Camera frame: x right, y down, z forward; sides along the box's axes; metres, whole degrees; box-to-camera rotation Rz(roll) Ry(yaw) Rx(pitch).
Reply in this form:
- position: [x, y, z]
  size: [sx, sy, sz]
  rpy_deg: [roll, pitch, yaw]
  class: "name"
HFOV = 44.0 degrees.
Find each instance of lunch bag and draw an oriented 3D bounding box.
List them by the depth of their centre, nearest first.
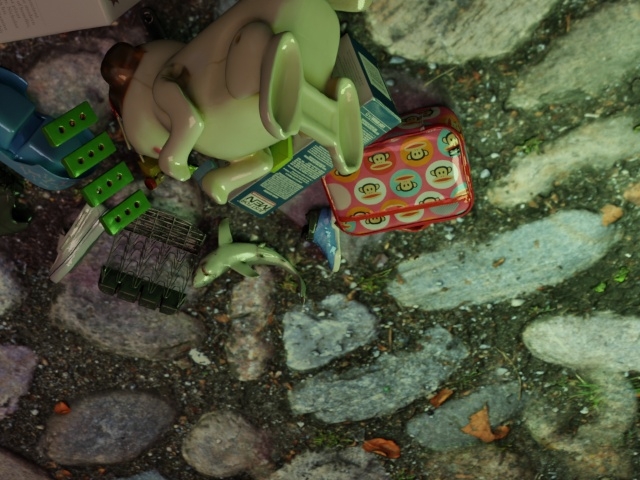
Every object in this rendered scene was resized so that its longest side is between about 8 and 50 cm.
- position: [0.156, -0.121, 1.598]
  size: [0.293, 0.120, 0.258]
  rpy_deg: [-11, 126, 13]
  class: "lunch bag"

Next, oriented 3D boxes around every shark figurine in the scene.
- position: [-0.156, 0.055, 1.764]
  size: [0.278, 0.166, 0.116]
  rpy_deg: [10, 151, -23]
  class: "shark figurine"

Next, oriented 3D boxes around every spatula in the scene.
- position: [-0.273, -0.317, 1.544]
  size: [0.084, 0.030, 0.296]
  rpy_deg: [-19, 120, 12]
  class: "spatula"

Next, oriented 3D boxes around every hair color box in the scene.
- position: [-0.034, -0.210, 1.502]
  size: [0.347, 0.174, 0.105]
  rpy_deg: [-32, 144, 23]
  class: "hair color box"

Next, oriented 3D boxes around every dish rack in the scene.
- position: [-0.374, 0.037, 1.766]
  size: [0.208, 0.074, 0.271]
  rpy_deg: [20, 121, -10]
  class: "dish rack"

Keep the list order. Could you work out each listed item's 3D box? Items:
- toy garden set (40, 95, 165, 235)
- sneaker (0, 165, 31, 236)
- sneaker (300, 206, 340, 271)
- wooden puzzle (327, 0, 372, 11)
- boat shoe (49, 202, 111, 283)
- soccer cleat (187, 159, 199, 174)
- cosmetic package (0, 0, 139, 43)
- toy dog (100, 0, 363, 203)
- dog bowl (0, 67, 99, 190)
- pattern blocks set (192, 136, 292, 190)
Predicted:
- position: [-0.417, -0.165, 1.582]
  size: [0.049, 0.204, 0.244]
  rpy_deg: [-3, 122, 45]
  class: "toy garden set"
- position: [-0.705, -0.127, 1.673]
  size: [0.130, 0.109, 0.286]
  rpy_deg: [-11, 131, 4]
  class: "sneaker"
- position: [0.000, 0.000, 1.716]
  size: [0.085, 0.058, 0.152]
  rpy_deg: [-3, 119, -1]
  class: "sneaker"
- position: [-0.070, -0.541, 1.329]
  size: [0.348, 0.080, 0.322]
  rpy_deg: [4, 131, 1]
  class: "wooden puzzle"
- position: [-0.542, -0.003, 1.755]
  size: [0.076, 0.083, 0.226]
  rpy_deg: [42, 106, -8]
  class: "boat shoe"
- position: [-0.304, -0.209, 1.610]
  size: [0.072, 0.060, 0.179]
  rpy_deg: [-26, 115, -11]
  class: "soccer cleat"
- position: [-0.552, -0.467, 1.343]
  size: [0.453, 0.161, 0.230]
  rpy_deg: [-3, 123, 19]
  class: "cosmetic package"
- position: [-0.179, -0.263, 1.324]
  size: [0.408, 0.284, 0.395]
  rpy_deg: [-7, 84, 29]
  class: "toy dog"
- position: [-0.583, -0.213, 1.566]
  size: [0.297, 0.166, 0.074]
  rpy_deg: [37, 130, -19]
  class: "dog bowl"
- position: [-0.133, -0.251, 1.471]
  size: [0.325, 0.285, 0.026]
  rpy_deg: [-29, 161, 20]
  class: "pattern blocks set"
